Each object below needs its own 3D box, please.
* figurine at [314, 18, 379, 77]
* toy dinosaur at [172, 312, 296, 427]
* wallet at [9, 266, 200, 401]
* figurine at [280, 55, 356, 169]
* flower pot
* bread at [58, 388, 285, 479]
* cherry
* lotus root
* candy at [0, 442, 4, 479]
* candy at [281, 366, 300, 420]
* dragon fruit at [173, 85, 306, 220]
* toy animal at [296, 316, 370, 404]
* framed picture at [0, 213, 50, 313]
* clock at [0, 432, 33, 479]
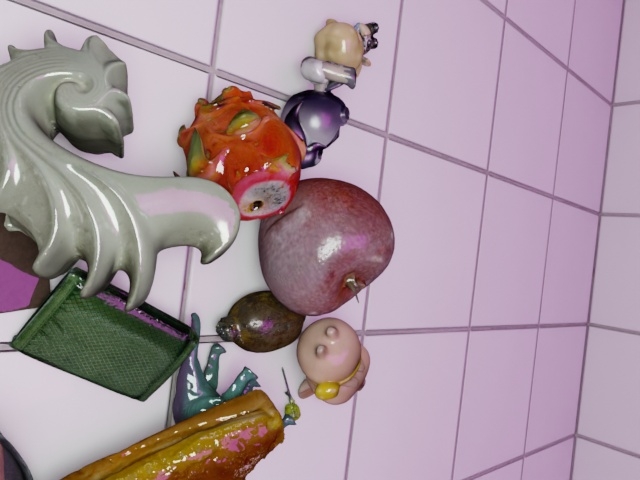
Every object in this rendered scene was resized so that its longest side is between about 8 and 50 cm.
[{"bbox_3d":[0.070,-0.424,1.096,0.196,0.108,0.114,-34,141,-42],"label":"figurine"},{"bbox_3d":[-0.235,0.370,0.906,0.331,0.129,0.383,-46,121,-19],"label":"toy dinosaur"},{"bbox_3d":[-0.330,0.154,0.788,0.236,0.055,0.160,38,95,-31],"label":"wallet"},{"bbox_3d":[-0.015,-0.249,1.000,0.145,0.145,0.222,-3,113,-42],"label":"figurine"},{"bbox_3d":[-0.304,-0.078,0.666,0.254,0.164,0.367,-41,96,-22],"label":"flower pot"},{"bbox_3d":[-0.227,0.388,0.795,0.380,0.109,0.185,-18,121,-31],"label":"bread"},{"bbox_3d":[0.000,0.000,0.948,0.261,0.307,0.221,-40,137,4],"label":"cherry"},{"bbox_3d":[-0.110,0.158,0.978,0.209,0.120,0.120,-5,97,-46],"label":"lotus root"},{"bbox_3d":[-0.456,0.265,0.490,0.255,0.255,0.094,-7,98,-42],"label":"candy"},{"bbox_3d":[-0.070,0.334,1.087,0.035,0.035,0.123,-15,97,-23],"label":"candy"},{"bbox_3d":[-0.139,-0.145,0.858,0.224,0.227,0.224,-26,146,-20],"label":"dragon fruit"},{"bbox_3d":[0.024,0.252,1.041,0.165,0.149,0.248,-45,158,-22],"label":"toy animal"},{"bbox_3d":[-0.458,0.019,0.708,0.128,0.023,0.169,-6,98,-42],"label":"framed picture"},{"bbox_3d":[-0.565,0.386,0.610,0.386,0.076,0.386,-5,98,-42],"label":"clock"}]
